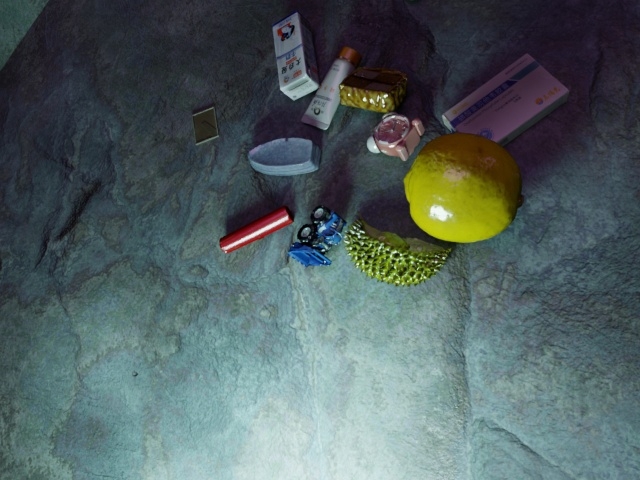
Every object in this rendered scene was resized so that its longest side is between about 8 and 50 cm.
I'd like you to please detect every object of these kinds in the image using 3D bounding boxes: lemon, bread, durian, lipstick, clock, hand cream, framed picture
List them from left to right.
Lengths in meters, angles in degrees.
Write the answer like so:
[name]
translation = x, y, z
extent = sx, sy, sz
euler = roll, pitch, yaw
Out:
[framed picture]
translation = -0.471, -0.470, 2.145
extent = 0.109, 0.011, 0.149
euler = -18, 68, 14
[lipstick]
translation = -0.231, -0.037, 1.880
extent = 0.279, 0.073, 0.073
euler = -25, 66, 11
[hand cream]
translation = 0.043, -0.564, 1.959
extent = 0.139, 0.089, 0.314
euler = 24, 88, 37
[bread]
translation = 0.188, -0.535, 1.860
extent = 0.222, 0.096, 0.181
euler = 17, 48, 25
[durian]
translation = 0.221, 0.038, 1.693
extent = 0.355, 0.158, 0.169
euler = 24, 45, 25
[clock]
translation = 0.255, -0.359, 1.809
extent = 0.162, 0.093, 0.166
euler = 25, 77, 34
[lemon]
translation = 0.420, -0.153, 1.548
extent = 0.347, 0.348, 0.348
euler = -6, 70, 18

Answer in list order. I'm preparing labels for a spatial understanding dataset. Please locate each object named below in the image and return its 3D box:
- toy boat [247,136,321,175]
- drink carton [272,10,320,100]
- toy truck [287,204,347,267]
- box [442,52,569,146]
[toy boat]
translation = -0.141, -0.306, 1.935
extent = 0.282, 0.078, 0.127
euler = 0, 75, 19
[drink carton]
translation = -0.094, -0.712, 2.030
extent = 0.130, 0.106, 0.315
euler = -20, 67, 28
[toy truck]
translation = 0.000, 0.000, 1.747
extent = 0.208, 0.113, 0.126
euler = -54, 44, 0
[box]
translation = 0.599, -0.433, 1.718
extent = 0.343, 0.065, 0.200
euler = -36, 65, 5
